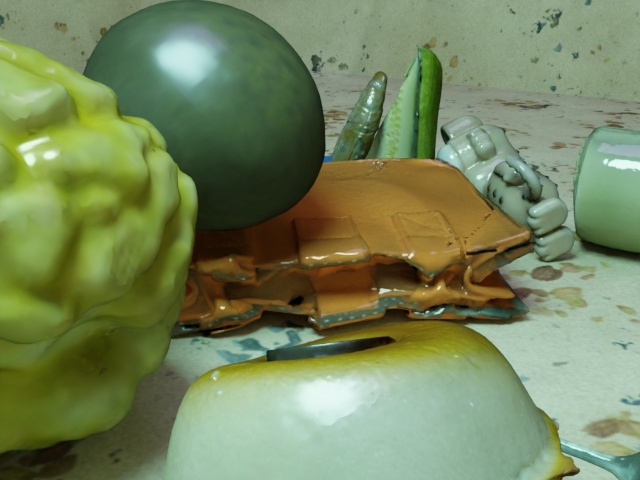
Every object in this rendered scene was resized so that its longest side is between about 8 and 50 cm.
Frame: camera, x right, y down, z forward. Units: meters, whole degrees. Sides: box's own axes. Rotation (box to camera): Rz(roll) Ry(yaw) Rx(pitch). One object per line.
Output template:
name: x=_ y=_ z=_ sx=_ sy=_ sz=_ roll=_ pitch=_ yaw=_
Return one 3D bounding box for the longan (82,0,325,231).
longan: x=-0.105 y=-0.113 z=0.717 sx=0.248 sy=0.248 sz=0.248 roll=1 pitch=19 yaw=0

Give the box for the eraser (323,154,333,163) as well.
eraser: x=0.012 y=-0.104 z=1.246 sx=0.311 sy=0.043 sz=0.144 roll=-9 pitch=22 yaw=-25

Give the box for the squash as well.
squash: x=0.119 y=-0.162 z=1.098 sx=0.093 sy=0.252 sz=0.169 roll=-9 pitch=21 yaw=-29

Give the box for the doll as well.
doll: x=0.247 y=-0.077 z=1.032 sx=0.119 sy=0.154 sz=0.278 roll=-27 pitch=25 yaw=-2

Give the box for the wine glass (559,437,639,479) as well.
wine glass: x=0.135 y=0.132 z=0.531 sx=0.195 sy=0.079 sz=0.079 roll=15 pitch=24 yaw=32

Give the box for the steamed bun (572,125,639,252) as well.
steamed bun: x=0.429 y=-0.060 z=0.971 sx=0.200 sy=0.155 sz=0.250 roll=14 pitch=17 yaw=25

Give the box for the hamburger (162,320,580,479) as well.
hamburger: x=0.019 y=0.125 z=0.424 sx=0.236 sy=0.147 sz=0.237 roll=-11 pitch=-2 yaw=0

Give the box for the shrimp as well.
shrimp: x=0.045 y=-0.139 z=1.091 sx=0.047 sy=0.223 sz=0.126 roll=22 pitch=13 yaw=-6

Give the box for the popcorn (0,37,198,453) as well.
popcorn: x=-0.267 y=0.031 z=0.508 sx=0.349 sy=0.382 sz=0.349 roll=18 pitch=-18 yaw=6

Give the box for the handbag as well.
handbag: x=0.000 y=0.000 z=0.859 sx=0.410 sy=0.116 sz=0.303 roll=-2 pitch=23 yaw=-7
